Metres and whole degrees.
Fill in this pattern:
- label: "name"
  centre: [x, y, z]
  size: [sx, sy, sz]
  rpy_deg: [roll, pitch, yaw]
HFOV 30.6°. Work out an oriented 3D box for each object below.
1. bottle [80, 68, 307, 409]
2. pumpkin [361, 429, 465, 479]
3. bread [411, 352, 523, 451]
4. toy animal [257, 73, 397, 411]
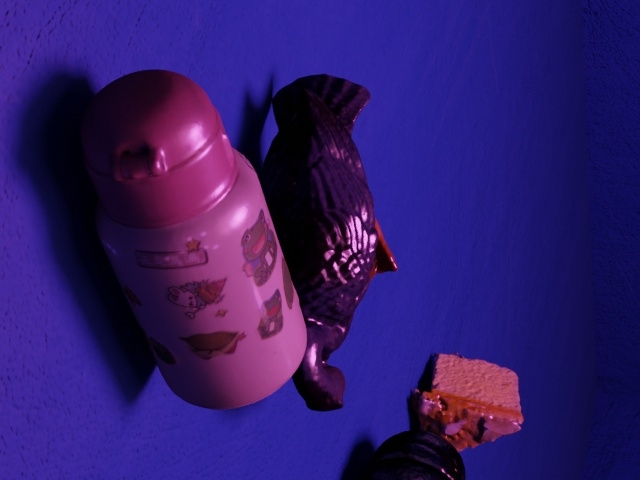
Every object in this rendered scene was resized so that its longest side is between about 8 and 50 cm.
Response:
- label: "bottle"
  centre: [-0.089, -0.003, 0.811]
  size: [0.120, 0.120, 0.253]
  rpy_deg: [-67, 153, -42]
- label: "pumpkin"
  centre: [0.104, 0.319, 1.374]
  size: [0.194, 0.150, 0.194]
  rpy_deg: [-40, 154, -25]
- label: "bread"
  centre: [0.210, 0.240, 1.643]
  size: [0.147, 0.152, 0.127]
  rpy_deg: [-67, 155, -62]
- label: "toy animal"
  centre: [0.000, 0.000, 1.052]
  size: [0.185, 0.122, 0.298]
  rpy_deg: [-20, 111, -68]
